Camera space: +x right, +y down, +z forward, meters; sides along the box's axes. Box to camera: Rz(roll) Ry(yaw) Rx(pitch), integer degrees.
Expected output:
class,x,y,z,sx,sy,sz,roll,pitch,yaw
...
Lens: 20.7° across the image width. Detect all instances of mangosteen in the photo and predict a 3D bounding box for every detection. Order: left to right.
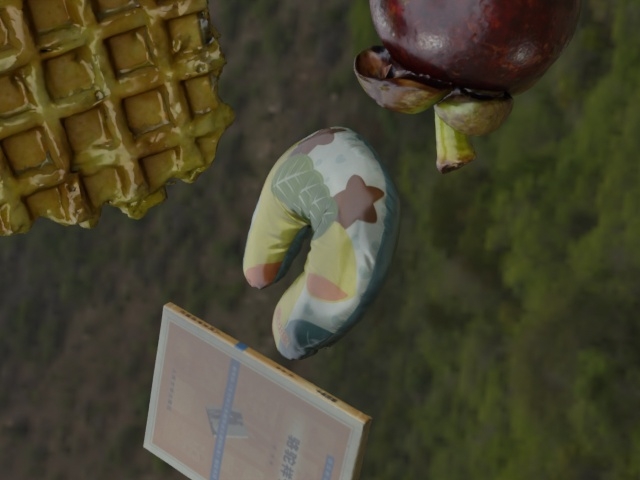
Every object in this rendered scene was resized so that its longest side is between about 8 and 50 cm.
class,x,y,z,sx,sy,sz,roll,pitch,yaw
mangosteen,0.098,-0.149,1.222,0.181,0.156,0.145,103,165,-45

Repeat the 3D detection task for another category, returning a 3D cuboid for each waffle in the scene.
class,x,y,z,sx,sy,sz,roll,pitch,yaw
waffle,-0.187,-0.153,1.185,0.060,0.307,0.312,43,116,59

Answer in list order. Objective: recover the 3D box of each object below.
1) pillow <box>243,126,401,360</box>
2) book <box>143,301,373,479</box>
class,x,y,z,sx,sy,sz,roll,pitch,yaw
pillow,0.000,0.000,1.698,0.214,0.086,0.233,-59,34,25
book,-0.065,0.180,1.632,0.242,0.018,0.170,28,123,29
